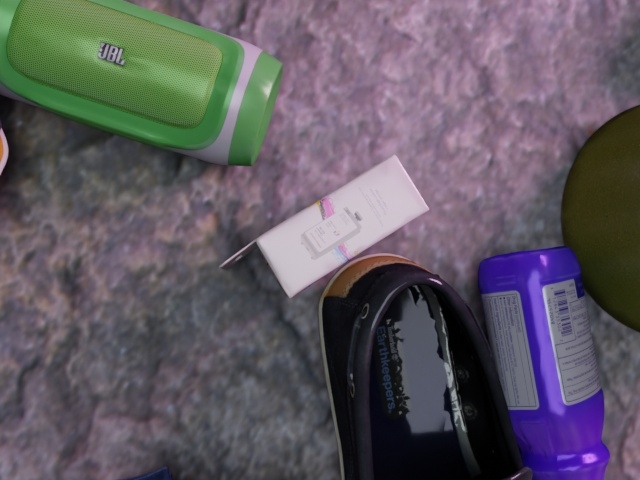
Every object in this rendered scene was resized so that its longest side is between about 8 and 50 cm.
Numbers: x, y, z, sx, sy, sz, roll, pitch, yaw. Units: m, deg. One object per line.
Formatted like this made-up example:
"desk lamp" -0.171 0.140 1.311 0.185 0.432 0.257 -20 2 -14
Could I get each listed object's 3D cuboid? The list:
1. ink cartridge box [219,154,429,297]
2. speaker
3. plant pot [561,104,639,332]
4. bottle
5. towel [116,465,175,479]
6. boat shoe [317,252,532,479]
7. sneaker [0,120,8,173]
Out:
"ink cartridge box" 0.000 0.000 0.703 0.198 0.115 0.067 -31 88 -5
"speaker" -0.194 -0.170 0.697 0.296 0.131 0.131 18 84 -3
"plant pot" 0.417 -0.035 0.649 0.274 0.293 0.275 0 86 -4
"bottle" 0.232 0.149 0.710 0.092 0.118 0.283 -12 86 39
"towel" -0.203 0.268 0.692 0.119 0.067 0.029 -11 127 -5
"boat shoe" 0.115 0.254 0.666 0.186 0.156 0.501 -12 87 -15
"sneaker" -0.365 -0.129 0.633 0.126 0.127 0.321 30 117 25
